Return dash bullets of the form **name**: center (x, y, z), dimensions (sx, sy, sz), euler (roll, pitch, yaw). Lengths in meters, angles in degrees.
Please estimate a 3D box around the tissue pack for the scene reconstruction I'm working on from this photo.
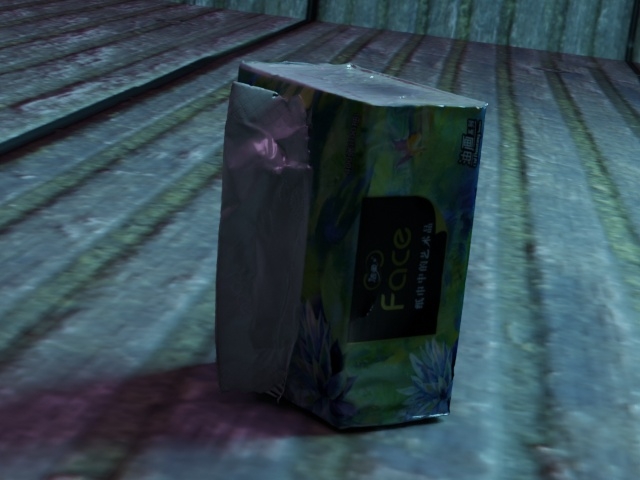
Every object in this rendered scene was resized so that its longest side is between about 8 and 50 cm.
- **tissue pack**: center (-0.001, -0.001, 0.534), dimensions (0.079, 0.111, 0.085), euler (-3, 16, -35)
